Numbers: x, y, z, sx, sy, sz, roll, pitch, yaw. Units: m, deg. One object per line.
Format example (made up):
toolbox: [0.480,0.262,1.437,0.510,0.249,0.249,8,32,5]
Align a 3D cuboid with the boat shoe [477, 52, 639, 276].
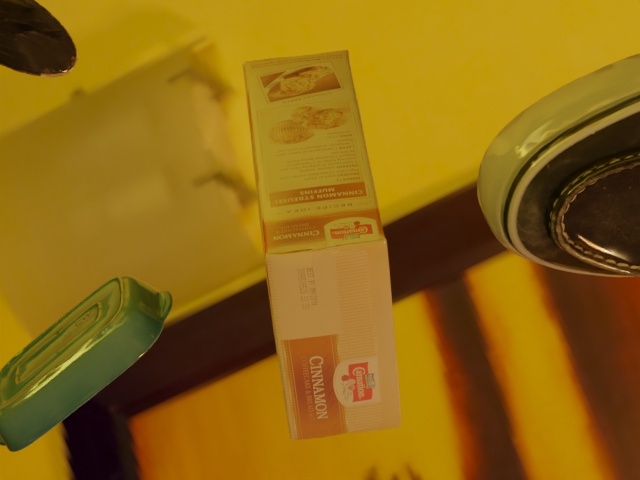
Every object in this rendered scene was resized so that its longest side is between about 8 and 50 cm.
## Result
boat shoe: [0.246,-0.019,0.829,0.119,0.335,0.121,-104,13,-51]

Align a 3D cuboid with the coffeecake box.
coffeecake box: [0.000,0.000,1.035,0.185,0.068,0.142,-99,2,-51]

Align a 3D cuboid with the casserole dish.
casserole dish: [-0.201,0.094,1.428,0.037,0.188,0.114,48,-170,-23]

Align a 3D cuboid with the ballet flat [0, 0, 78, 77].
ballet flat: [-0.264,-0.171,1.347,0.173,0.057,0.049,24,169,0]
